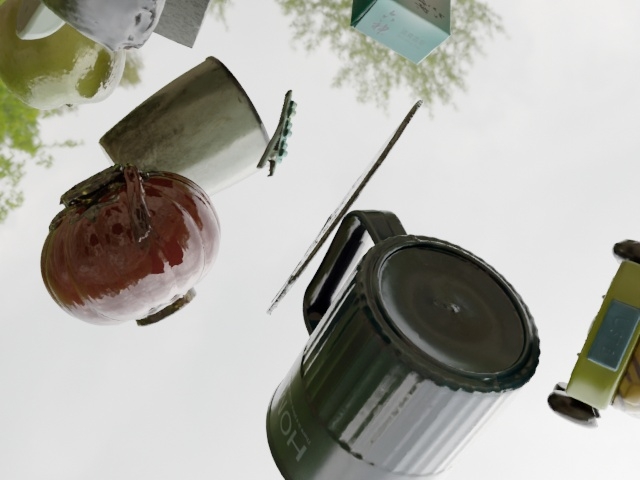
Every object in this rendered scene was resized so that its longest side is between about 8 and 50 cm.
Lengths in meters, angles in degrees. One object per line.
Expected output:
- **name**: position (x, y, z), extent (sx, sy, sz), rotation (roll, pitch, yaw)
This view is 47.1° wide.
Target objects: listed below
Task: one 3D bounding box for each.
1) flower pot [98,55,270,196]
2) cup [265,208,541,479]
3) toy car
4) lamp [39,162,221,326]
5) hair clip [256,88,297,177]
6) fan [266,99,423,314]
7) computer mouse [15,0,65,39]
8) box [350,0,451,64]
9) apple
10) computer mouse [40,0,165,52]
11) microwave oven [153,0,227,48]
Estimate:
- **flower pot**: position (-0.315, -0.221, 1.692), extent (0.330, 0.293, 0.293), rotation (-33, -142, -15)
- **cup**: position (0.097, 0.146, 0.904), extent (0.242, 0.292, 0.308), rotation (21, -139, -7)
- **toy car**: position (0.344, 0.114, 0.772), extent (0.142, 0.248, 0.200), rotation (25, -84, 23)
- **lamp**: position (-0.314, 0.009, 1.221), extent (0.303, 0.257, 0.303), rotation (-24, -162, 8)
- **hair clip**: position (-0.075, -0.196, 1.359), extent (0.049, 0.049, 0.173), rotation (6, -109, 37)
- **fan**: position (-0.003, 0.006, 0.638), extent (0.294, 0.012, 0.223), rotation (-54, -178, 29)
- **computer mouse**: position (-0.384, -0.360, 1.073), extent (0.182, 0.056, 0.089), rotation (-34, -124, 35)
- **box**: position (0.146, -0.451, 1.289), extent (0.092, 0.153, 0.245), rotation (-35, -139, 47)
- **apple**: position (-0.589, -0.430, 1.662), extent (0.292, 0.254, 0.292), rotation (-9, -168, 2)
- **computer mouse**: position (-0.179, -0.269, 0.582), extent (0.116, 0.183, 0.323), rotation (-11, -143, -28)
- **microwave oven**: position (-0.306, -0.666, 1.427), extent (0.236, 0.374, 0.432), rotation (-81, -162, -47)
